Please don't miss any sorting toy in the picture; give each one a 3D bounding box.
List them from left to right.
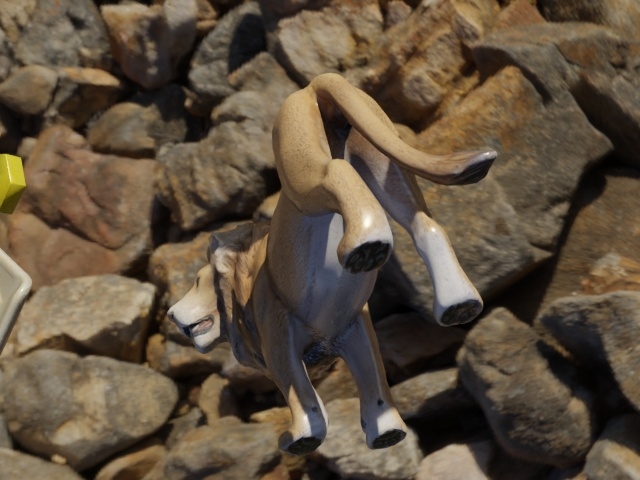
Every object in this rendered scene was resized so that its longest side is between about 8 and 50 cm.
[{"bbox_3d":[-0.379,0.042,0.963,0.229,0.041,0.307,36,104,35],"label":"sorting toy"}]

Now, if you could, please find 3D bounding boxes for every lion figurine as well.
[{"bbox_3d":[0.000,0.000,0.651,0.392,0.142,0.240,116,144,-45],"label":"lion figurine"}]
